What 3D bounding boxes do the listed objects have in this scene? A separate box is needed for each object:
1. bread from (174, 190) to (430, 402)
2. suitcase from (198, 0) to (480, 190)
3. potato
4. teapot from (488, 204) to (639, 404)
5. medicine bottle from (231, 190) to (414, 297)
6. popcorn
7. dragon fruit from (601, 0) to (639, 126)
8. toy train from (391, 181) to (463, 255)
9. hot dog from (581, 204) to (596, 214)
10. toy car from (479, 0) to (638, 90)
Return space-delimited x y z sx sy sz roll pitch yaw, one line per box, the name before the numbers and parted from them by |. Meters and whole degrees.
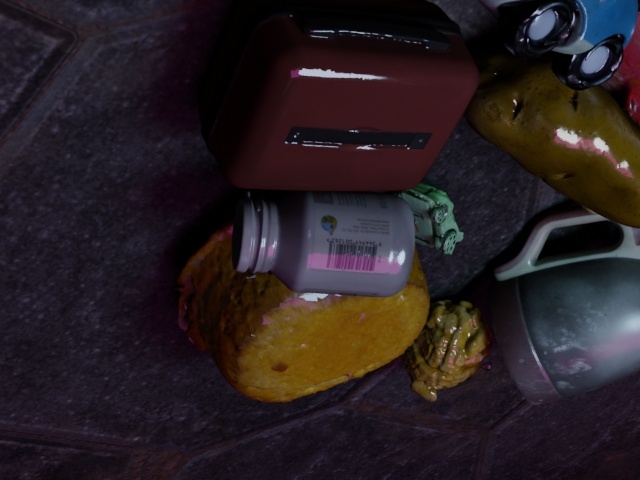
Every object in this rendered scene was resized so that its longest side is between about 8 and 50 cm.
bread | -0.022 0.085 1.554 0.358 0.204 0.337 -10 136 -17
suitcase | 0.021 -0.177 1.288 0.297 0.161 0.236 -1 138 -29
potato | 0.348 -0.136 1.441 0.369 0.176 0.195 33 150 -19
teapot | 0.454 0.089 1.801 0.312 0.315 0.233 -20 -170 21
medicine bottle | 0.000 0.000 1.361 0.215 0.135 0.135 5 136 -12
popcorn | 0.213 0.188 1.882 0.163 0.140 0.194 -27 155 -12
dragon fruit | 0.548 -0.276 1.431 0.371 0.249 0.386 -5 141 -33
toy train | 0.164 -0.037 1.617 0.081 0.099 0.149 -49 145 -28
hot dog | 0.401 -0.130 1.648 0.084 0.073 0.242 -37 140 8
toy car | 0.279 -0.310 1.261 0.255 0.188 0.190 20 116 -44
